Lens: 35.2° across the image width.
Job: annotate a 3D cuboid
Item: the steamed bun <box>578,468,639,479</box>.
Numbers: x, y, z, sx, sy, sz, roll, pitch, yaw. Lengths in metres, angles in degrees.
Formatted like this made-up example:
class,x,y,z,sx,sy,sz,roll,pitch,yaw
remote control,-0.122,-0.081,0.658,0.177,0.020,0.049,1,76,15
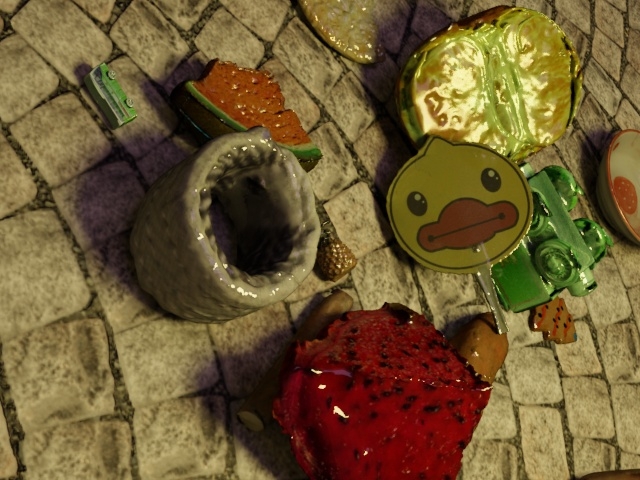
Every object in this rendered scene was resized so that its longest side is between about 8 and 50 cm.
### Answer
class,x,y,z,sx,sy,sz,roll,pitch,yaw
steamed bun,0.539,0.519,1.606,0.199,0.251,0.301,26,60,-44

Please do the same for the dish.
class,x,y,z,sx,sy,sz,roll,pitch,yaw
dish,0.628,-0.090,2.041,0.260,0.085,0.260,16,64,-36

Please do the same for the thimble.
class,x,y,z,sx,sy,sz,roll,pitch,yaw
thimble,-0.123,-0.017,1.300,0.217,0.157,0.245,33,54,-30

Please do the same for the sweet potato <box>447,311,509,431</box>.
class,x,y,z,sx,sy,sz,roll,pitch,yaw
sweet potato,0.218,0.213,1.540,0.095,0.106,0.354,24,49,9

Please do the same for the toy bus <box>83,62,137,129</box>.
class,x,y,z,sx,sy,sz,roll,pitch,yaw
toy bus,-0.276,-0.190,1.326,0.037,0.031,0.083,-37,98,-34

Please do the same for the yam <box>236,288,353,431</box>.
class,x,y,z,sx,sy,sz,roll,pitch,yaw
yam,-0.029,0.158,1.382,0.046,0.046,0.264,51,47,-12

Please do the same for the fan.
class,x,y,z,sx,sy,sz,roll,pitch,yaw
fan,0.233,-0.015,1.579,0.229,0.011,0.335,-19,81,-3

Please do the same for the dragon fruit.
class,x,y,z,sx,sy,sz,roll,pitch,yaw
dragon fruit,0.074,0.190,1.325,0.330,0.240,0.302,25,44,-40

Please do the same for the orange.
class,x,y,z,sx,sy,sz,roll,pitch,yaw
orange,0.271,-0.242,1.703,0.334,0.196,0.262,-33,95,-27

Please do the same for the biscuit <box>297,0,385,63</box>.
class,x,y,z,sx,sy,sz,roll,pitch,yaw
biscuit,0.029,-0.406,1.680,0.188,0.040,0.265,-41,102,-43

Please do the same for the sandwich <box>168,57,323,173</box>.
class,x,y,z,sx,sy,sz,roll,pitch,yaw
sandwich,-0.117,-0.170,1.433,0.235,0.079,0.159,9,56,-43

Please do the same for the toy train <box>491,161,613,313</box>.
class,x,y,z,sx,sy,sz,roll,pitch,yaw
toy train,0.357,-0.006,1.691,0.132,0.188,0.243,-31,94,-43

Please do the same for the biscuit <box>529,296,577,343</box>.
class,x,y,z,sx,sy,sz,roll,pitch,yaw
biscuit,0.418,0.136,1.803,0.130,0.019,0.119,44,49,-19

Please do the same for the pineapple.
class,x,y,z,sx,sy,sz,roll,pitch,yaw
pineapple,0.000,0.000,1.481,0.058,0.058,0.124,-30,79,-44
